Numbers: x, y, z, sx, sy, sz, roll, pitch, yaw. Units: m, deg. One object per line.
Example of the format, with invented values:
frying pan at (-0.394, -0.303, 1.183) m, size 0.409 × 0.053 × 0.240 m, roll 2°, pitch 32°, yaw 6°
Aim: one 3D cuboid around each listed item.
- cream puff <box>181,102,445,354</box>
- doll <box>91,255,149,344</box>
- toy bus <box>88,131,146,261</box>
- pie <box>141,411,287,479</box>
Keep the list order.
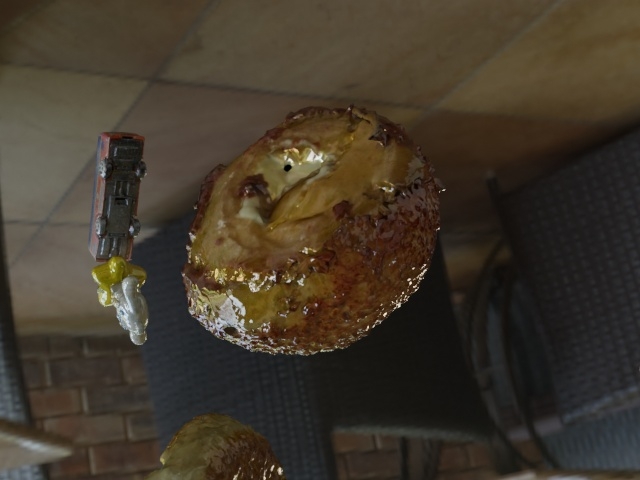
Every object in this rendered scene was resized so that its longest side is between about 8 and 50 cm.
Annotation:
cream puff at (-0.002, -0.003, 1.419) m, size 0.350 × 0.350 × 0.229 m, roll -19°, pitch 134°, yaw 20°
doll at (-0.256, 0.085, 1.593) m, size 0.071 × 0.113 × 0.135 m, roll -21°, pitch 120°, yaw -17°
toy bus at (-0.299, -0.066, 1.712) m, size 0.065 × 0.192 × 0.077 m, roll 0°, pitch -162°, yaw -29°
pie at (-0.105, 0.335, 1.174) m, size 0.092 × 0.315 × 0.315 m, roll 4°, pitch 168°, yaw 25°
